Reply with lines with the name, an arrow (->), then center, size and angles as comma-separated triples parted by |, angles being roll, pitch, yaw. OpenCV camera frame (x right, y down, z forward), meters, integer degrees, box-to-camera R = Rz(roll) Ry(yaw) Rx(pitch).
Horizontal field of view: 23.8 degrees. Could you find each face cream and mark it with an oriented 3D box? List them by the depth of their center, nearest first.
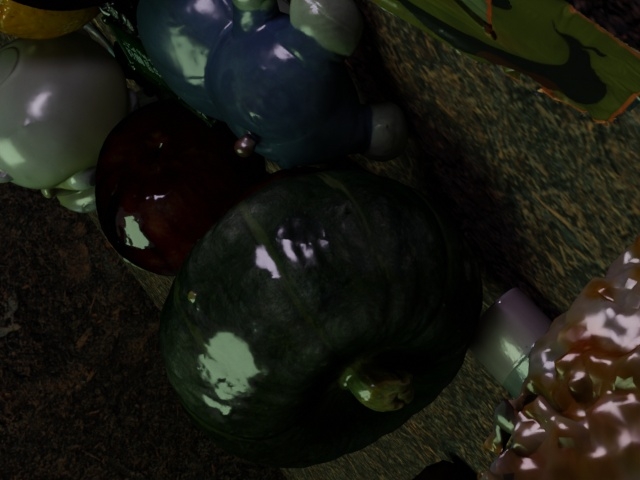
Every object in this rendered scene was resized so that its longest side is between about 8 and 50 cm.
face cream -> 0.245, 0.163, 1.392 | 0.269, 0.073, 0.107 | 47, 157, 14

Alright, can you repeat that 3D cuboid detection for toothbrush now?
toothbrush -> -0.312, -0.284, 2.114 | 0.193, 0.019, 0.013 | 46, 166, 10

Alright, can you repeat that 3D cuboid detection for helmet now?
helmet -> 0.188, 0.354, 2.111 | 0.123, 0.070, 0.098 | 35, 167, 28

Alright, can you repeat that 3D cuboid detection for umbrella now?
umbrella -> -0.175, -0.196, 1.821 | 0.235, 0.059, 0.066 | 30, 119, 47

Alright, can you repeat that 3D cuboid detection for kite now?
kite -> 0.068, -0.166, 0.963 | 0.377, 0.013, 0.327 | 31, 178, 44

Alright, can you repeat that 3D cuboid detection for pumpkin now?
pumpkin -> 0.003, 0.078, 1.366 | 0.207, 0.300, 0.300 | 60, 174, 32

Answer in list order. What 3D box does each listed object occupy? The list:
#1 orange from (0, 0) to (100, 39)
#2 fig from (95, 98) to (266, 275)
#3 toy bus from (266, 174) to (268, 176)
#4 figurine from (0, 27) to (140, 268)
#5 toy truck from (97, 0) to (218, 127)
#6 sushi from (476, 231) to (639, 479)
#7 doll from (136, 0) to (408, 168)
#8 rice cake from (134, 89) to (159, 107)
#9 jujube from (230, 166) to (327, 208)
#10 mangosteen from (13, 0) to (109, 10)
orange -> -0.332, -0.328, 1.703 | 0.219, 0.193, 0.219 | 31, 148, 22
fig -> -0.154, -0.040, 1.728 | 0.186, 0.204, 0.249 | 14, 155, 14
toy bus -> -0.079, -0.022, 1.951 | 0.076, 0.073, 0.167 | 37, 159, 38
figurine -> -0.293, -0.098, 1.919 | 0.274, 0.227, 0.394 | 12, 156, 44
toy truck -> -0.139, -0.206, 1.611 | 0.259, 0.088, 0.121 | 37, 161, 48
sushi -> 0.214, 0.169, 0.827 | 0.176, 0.417, 0.417 | 46, 167, 40
doll -> -0.056, -0.164, 1.363 | 0.258, 0.154, 0.228 | 47, 172, 44
rice cake -> -0.183, -0.135, 1.985 | 0.399, 0.070, 0.064 | 28, 150, 60
jujube -> 0.004, 0.040, 1.598 | 0.232, 0.213, 0.213 | 50, 168, -21
mangosteen -> -0.209, -0.320, 1.333 | 0.231, 0.231, 0.289 | 49, -156, 3
